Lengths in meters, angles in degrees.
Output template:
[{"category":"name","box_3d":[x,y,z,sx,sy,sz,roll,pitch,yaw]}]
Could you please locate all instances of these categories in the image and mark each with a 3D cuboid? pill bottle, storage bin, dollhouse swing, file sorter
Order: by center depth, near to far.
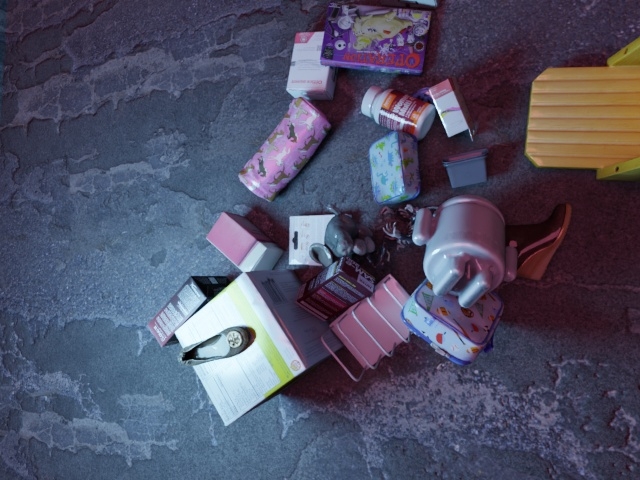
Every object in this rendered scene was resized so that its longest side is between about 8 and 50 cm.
[{"category":"dollhouse swing","box_3d":[0.757,-0.351,1.063,0.306,0.315,0.346,7,89,2]},{"category":"storage bin","box_3d":[0.455,-0.223,1.275,0.135,0.098,0.090,-9,110,21]},{"category":"file sorter","box_3d":[0.170,0.272,1.285,0.278,0.173,0.192,-43,81,13]},{"category":"pill bottle","box_3d":[0.253,-0.424,1.350,0.221,0.121,0.121,31,97,21]}]

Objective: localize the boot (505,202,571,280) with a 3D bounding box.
[{"category":"boot","box_3d":[0.583,-0.023,1.199,0.207,0.090,0.248,26,99,20]}]

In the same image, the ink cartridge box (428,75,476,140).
[{"category":"ink cartridge box","box_3d":[0.411,-0.394,1.262,0.067,0.115,0.198,-20,103,34]}]

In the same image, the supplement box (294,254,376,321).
[{"category":"supplement box","box_3d":[0.043,0.153,1.276,0.130,0.073,0.239,36,133,-18]}]

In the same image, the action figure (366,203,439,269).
[{"category":"action figure","box_3d":[0.248,-0.034,1.300,0.141,0.164,0.275,36,110,-12]}]

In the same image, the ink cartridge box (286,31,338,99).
[{"category":"ink cartridge box","box_3d":[-0.021,-0.631,1.494,0.159,0.092,0.217,10,87,22]}]

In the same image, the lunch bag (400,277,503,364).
[{"category":"lunch bag","box_3d":[0.378,0.205,1.151,0.243,0.303,0.114,36,127,19]}]

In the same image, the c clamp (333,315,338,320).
[{"category":"c clamp","box_3d":[0.112,0.247,1.404,0.161,0.022,0.137,-23,78,18]}]

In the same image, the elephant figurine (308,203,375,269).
[{"category":"elephant figurine","box_3d":[0.049,0.042,1.323,0.239,0.170,0.185,-50,32,42]}]

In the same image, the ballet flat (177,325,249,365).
[{"category":"ballet flat","box_3d":[-0.317,0.312,1.187,0.250,0.058,0.084,-21,79,21]}]

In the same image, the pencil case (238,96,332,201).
[{"category":"pencil case","box_3d":[-0.131,-0.322,1.479,0.386,0.160,0.167,-51,37,12]}]

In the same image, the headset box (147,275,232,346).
[{"category":"headset box","box_3d":[-0.476,0.269,1.534,0.293,0.218,0.110,-46,71,11]}]

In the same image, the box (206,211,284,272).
[{"category":"box","box_3d":[-0.275,0.015,1.511,0.232,0.149,0.126,38,99,20]}]

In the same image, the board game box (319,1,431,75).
[{"category":"board game box","box_3d":[0.184,-0.683,1.391,0.348,0.056,0.207,8,93,6]}]

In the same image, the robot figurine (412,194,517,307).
[{"category":"robot figurine","box_3d":[0.394,0.011,1.115,0.300,0.353,0.199,26,135,-1]}]

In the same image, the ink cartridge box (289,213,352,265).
[{"category":"ink cartridge box","box_3d":[0.000,0.000,1.457,0.225,0.056,0.180,-1,86,26]}]

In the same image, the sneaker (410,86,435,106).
[{"category":"sneaker","box_3d":[0.367,-0.468,1.345,0.145,0.053,0.059,-1,87,23]}]

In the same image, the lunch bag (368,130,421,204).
[{"category":"lunch bag","box_3d":[0.235,-0.230,1.325,0.176,0.090,0.218,-21,72,59]}]

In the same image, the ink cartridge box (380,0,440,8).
[{"category":"ink cartridge box","box_3d":[0.312,-0.880,1.383,0.203,0.086,0.148,17,92,23]}]

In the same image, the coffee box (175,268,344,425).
[{"category":"coffee box","box_3d":[-0.188,0.327,1.348,0.334,0.338,0.338,-40,73,15]}]
